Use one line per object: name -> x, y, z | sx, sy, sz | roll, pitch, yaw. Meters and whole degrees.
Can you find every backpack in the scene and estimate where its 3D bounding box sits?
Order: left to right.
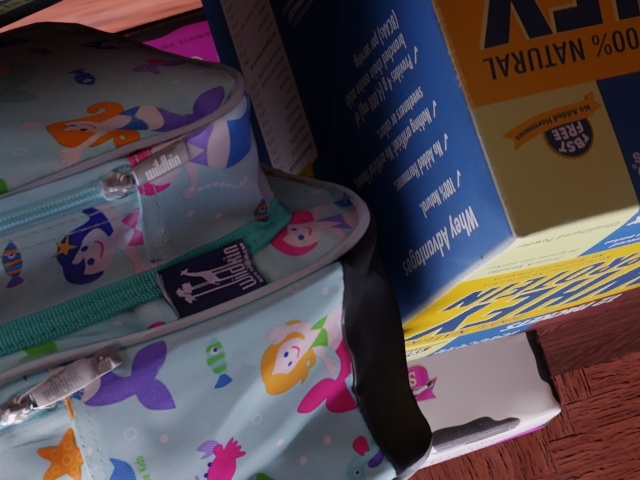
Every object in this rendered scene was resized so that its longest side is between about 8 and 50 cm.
backpack -> -0.119, 0.043, 0.605 | 0.253, 0.191, 0.225 | -31, -154, -21

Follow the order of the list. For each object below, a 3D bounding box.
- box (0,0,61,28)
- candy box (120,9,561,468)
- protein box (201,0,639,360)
box -> -0.099, -0.128, 0.353 | 0.395, 0.097, 0.318 | -16, 170, 38
candy box -> 0.000, 0.000, 0.852 | 0.159, 0.233, 0.071 | -17, 167, -4
protein box -> 0.059, -0.077, 0.670 | 0.136, 0.201, 0.200 | -13, 167, -22
